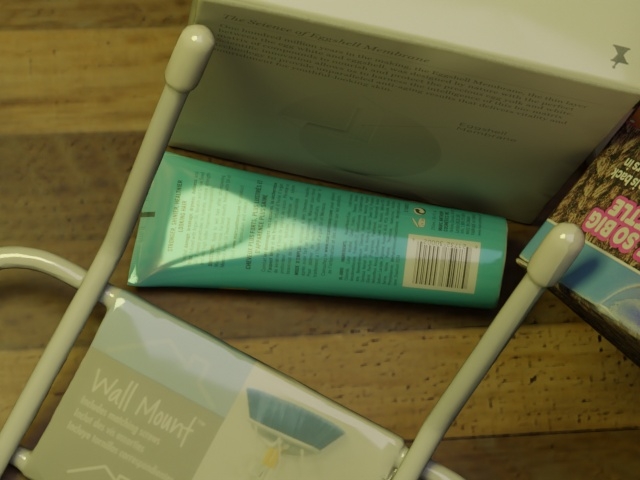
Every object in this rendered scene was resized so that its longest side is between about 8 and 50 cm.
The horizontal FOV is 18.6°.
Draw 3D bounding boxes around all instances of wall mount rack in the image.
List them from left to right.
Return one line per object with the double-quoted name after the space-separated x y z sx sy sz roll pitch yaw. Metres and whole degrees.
-0.037 0.075 0.995 0.350 0.130 0.304 28 94 0 "wall mount rack"

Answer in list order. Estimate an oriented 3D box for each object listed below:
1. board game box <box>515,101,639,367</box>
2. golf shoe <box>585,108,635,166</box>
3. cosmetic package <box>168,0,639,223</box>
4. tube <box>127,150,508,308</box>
0.277 -0.032 0.941 0.141 0.232 0.291 38 90 -27 "board game box"
0.235 -0.028 1.117 0.176 0.086 0.069 32 74 2 "golf shoe"
0.045 -0.124 1.041 0.224 0.224 0.138 12 74 -6 "cosmetic package"
0.000 0.000 1.096 0.207 0.052 0.080 8 69 -1 "tube"
